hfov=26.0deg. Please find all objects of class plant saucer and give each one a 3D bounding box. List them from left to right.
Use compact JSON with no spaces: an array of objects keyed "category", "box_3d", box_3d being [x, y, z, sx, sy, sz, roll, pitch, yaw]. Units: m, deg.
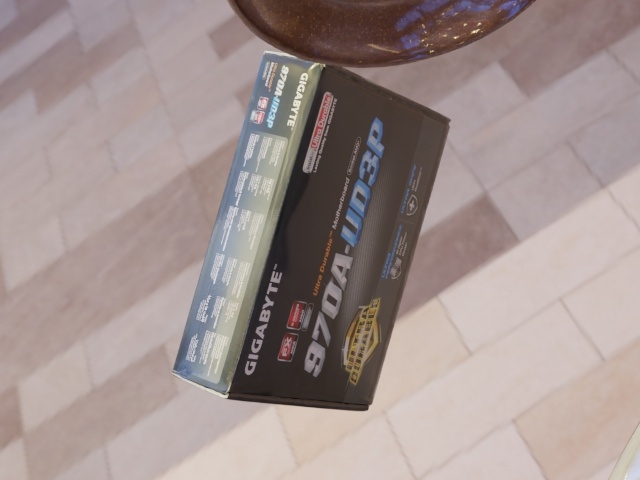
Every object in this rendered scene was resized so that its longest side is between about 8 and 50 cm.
[{"category":"plant saucer","box_3d":[0.041,-0.170,0.750,0.199,0.198,0.036,-23,56,20]}]

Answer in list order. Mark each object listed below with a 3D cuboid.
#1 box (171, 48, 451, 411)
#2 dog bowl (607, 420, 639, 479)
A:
[{"category":"box","box_3d":[0.000,0.000,0.931,0.051,0.175,0.220,16,90,34]},{"category":"dog bowl","box_3d":[0.243,0.054,0.339,0.408,0.150,0.408,-49,6,7]}]
